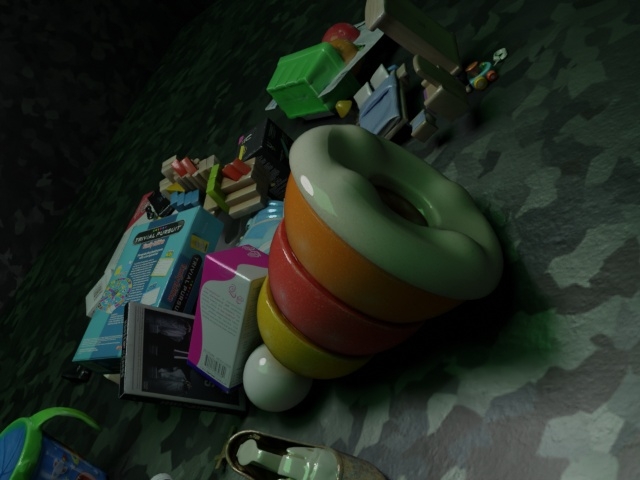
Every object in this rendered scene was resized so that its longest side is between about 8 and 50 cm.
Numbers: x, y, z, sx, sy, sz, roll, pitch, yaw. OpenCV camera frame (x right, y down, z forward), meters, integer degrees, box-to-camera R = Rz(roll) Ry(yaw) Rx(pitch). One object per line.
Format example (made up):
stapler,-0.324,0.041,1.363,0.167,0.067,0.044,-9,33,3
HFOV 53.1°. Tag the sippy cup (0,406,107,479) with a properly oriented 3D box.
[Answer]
sippy cup,-0.580,0.522,1.335,0.305,0.224,0.240,-41,31,17

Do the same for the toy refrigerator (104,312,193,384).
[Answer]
toy refrigerator,-0.413,0.225,1.554,0.094,0.102,0.270,8,64,56

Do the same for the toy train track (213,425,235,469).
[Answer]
toy train track,-0.168,0.374,1.154,0.048,0.014,0.083,-32,29,42

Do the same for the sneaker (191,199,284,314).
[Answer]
sneaker,-0.156,0.033,1.400,0.318,0.127,0.208,-27,39,19

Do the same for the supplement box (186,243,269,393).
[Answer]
supplement box,-0.144,0.133,1.122,0.111,0.113,0.220,27,116,30

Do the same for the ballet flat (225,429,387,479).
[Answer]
ballet flat,-0.040,0.338,0.929,0.315,0.106,0.108,-9,50,49

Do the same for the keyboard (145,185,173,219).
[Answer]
keyboard,-0.412,-0.099,1.662,0.108,0.023,0.180,-45,29,-4

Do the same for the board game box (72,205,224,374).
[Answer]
board game box,-0.357,0.108,1.341,0.253,0.079,0.336,-12,51,41

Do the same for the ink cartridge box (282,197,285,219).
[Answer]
ink cartridge box,0.000,0.000,1.206,0.082,0.139,0.191,-33,35,28

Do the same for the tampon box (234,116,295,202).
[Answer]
tampon box,-0.113,-0.187,1.538,0.101,0.161,0.121,-31,35,30

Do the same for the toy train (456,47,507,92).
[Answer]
toy train,0.286,-0.342,1.287,0.166,0.046,0.125,-8,51,50

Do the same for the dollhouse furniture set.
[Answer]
dollhouse furniture set,0.107,-0.300,1.290,0.303,0.198,0.287,-44,29,38

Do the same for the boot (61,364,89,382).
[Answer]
boot,-0.681,0.352,1.830,0.121,0.045,0.099,-10,52,39

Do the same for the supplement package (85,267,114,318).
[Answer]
supplement package,-0.491,0.173,1.635,0.105,0.179,0.105,-49,30,3

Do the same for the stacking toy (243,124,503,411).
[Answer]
stacking toy,0.017,0.094,1.008,0.480,0.350,0.351,-56,25,29

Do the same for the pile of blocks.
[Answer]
pile of blocks,-0.275,-0.127,1.450,0.362,0.113,0.149,3,56,40

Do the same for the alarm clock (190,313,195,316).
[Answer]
alarm clock,-0.252,0.196,1.339,0.192,0.129,0.064,5,61,58

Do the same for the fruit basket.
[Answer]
fruit basket,0.042,-0.471,1.690,0.353,0.165,0.327,-47,27,-25

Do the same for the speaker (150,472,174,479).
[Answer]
speaker,-0.266,0.470,1.140,0.055,0.055,0.136,-57,30,-10

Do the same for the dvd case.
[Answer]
dvd case,-0.246,0.217,1.170,0.029,0.238,0.179,-41,44,37

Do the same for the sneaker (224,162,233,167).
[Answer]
sneaker,-0.299,-0.169,1.821,0.170,0.063,0.074,-30,-3,-42

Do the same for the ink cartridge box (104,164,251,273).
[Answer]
ink cartridge box,-0.367,-0.017,1.693,0.384,0.160,0.279,-14,47,45
